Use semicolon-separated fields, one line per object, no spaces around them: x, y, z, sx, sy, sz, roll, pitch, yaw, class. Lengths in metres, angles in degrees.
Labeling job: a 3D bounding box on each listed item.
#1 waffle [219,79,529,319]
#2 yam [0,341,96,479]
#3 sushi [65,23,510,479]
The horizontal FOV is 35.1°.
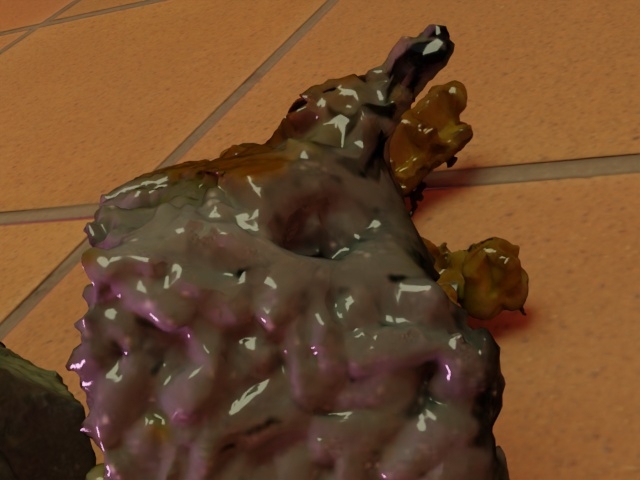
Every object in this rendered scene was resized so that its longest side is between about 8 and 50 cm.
0.000;0.000;0.688;0.259;0.069;0.293;-17;30;13;waffle
-0.232;0.152;0.450;0.271;0.201;0.202;-29;28;-27;yam
-0.022;0.062;0.384;0.139;0.274;0.184;-4;5;-13;sushi
